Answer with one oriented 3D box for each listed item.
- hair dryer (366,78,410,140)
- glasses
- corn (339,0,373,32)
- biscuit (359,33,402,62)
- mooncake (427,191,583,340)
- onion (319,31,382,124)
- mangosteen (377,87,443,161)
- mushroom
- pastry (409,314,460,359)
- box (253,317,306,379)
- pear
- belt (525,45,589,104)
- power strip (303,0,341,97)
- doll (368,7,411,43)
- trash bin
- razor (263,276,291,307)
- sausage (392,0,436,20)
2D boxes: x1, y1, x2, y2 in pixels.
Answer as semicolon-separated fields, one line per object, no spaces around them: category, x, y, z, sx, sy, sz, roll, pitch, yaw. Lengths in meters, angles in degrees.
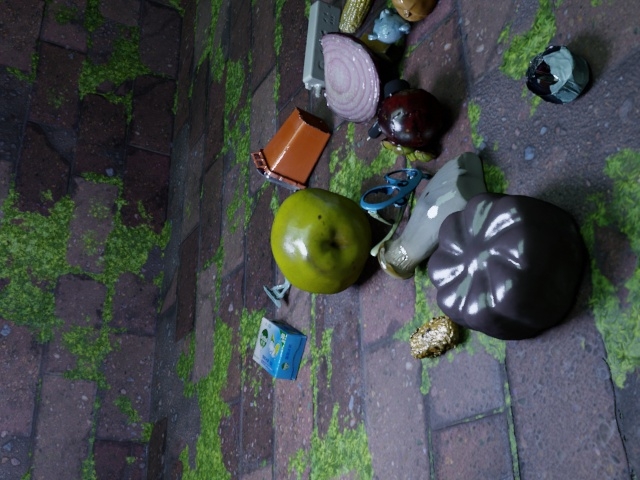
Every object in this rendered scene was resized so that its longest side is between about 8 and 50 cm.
hair dryer;0.176;-0.323;1.960;0.219;0.071;0.124;135;139;-56
glasses;0.156;-0.078;1.772;0.239;0.102;0.207;-42;-16;-51
corn;0.135;-0.768;2.202;0.288;0.086;0.086;-66;29;24
biscuit;0.167;-0.546;2.070;0.052;0.056;0.188;-53;32;6
mooncake;0.342;0.044;1.393;0.306;0.154;0.306;-35;47;49
onion;0.115;-0.464;2.061;0.247;0.111;0.250;27;129;46
mangosteen;0.218;-0.279;1.770;0.166;0.166;0.180;-145;51;-61
mushroom;0.254;-0.043;1.657;0.329;0.122;0.159;-52;1;38
pastry;0.252;0.210;1.592;0.140;0.056;0.080;-30;60;47
box;-0.128;0.329;2.229;0.194;0.073;0.139;20;96;63
pear;0.000;0.000;1.928;0.294;0.294;0.294;-34;49;52
belt;0.464;-0.322;1.421;0.105;0.058;0.140;-62;27;15
power strip;0.004;-0.627;2.370;0.058;0.098;0.339;-16;65;56
doll;0.192;-0.606;1.988;0.120;0.075;0.180;-11;45;22
trash bin;-0.092;-0.298;2.331;0.239;0.184;0.161;-56;34;24
razor;-0.090;0.069;2.306;0.278;0.056;0.111;-64;31;10
sausage;0.251;-0.695;1.906;0.120;0.136;0.241;-1;82;55
